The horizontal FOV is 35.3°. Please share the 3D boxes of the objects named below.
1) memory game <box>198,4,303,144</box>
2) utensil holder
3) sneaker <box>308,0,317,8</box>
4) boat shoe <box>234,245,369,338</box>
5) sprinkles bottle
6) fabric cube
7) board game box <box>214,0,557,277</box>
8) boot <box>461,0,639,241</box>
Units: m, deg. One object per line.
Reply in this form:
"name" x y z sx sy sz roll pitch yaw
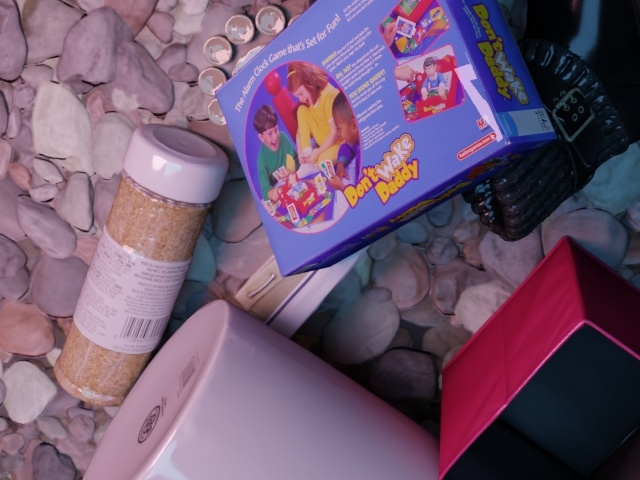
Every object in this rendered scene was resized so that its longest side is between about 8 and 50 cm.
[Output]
"memory game" -0.056 -0.189 1.206 0.186 0.012 0.186 2 110 7
"utensil holder" -0.046 0.299 1.183 0.385 0.327 0.327 35 111 -15
"sneaker" 0.044 -0.302 1.101 0.107 0.110 0.275 2 130 32
"boat shoe" 0.000 0.000 1.218 0.094 0.109 0.302 36 113 -4
"sprinkles bottle" -0.227 0.035 1.253 0.121 0.121 0.355 23 111 -1
"fabric cube" 0.307 0.198 1.165 0.254 0.258 0.259 35 110 -6
"board game box" 0.047 -0.132 1.034 0.347 0.078 0.233 -31 76 46
"boot" 0.220 -0.195 1.048 0.260 0.131 0.348 -32 107 -7
